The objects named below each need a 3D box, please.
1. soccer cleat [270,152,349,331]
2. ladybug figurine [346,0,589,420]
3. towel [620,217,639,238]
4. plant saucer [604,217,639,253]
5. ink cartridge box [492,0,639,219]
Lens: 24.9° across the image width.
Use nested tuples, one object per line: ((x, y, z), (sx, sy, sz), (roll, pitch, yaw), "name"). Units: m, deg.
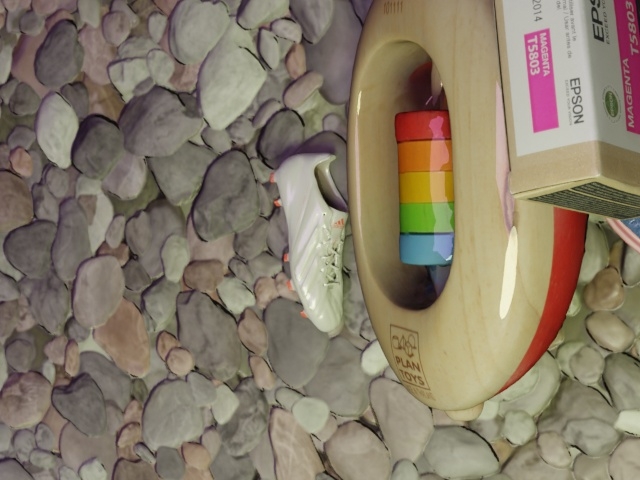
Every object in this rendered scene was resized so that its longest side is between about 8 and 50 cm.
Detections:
((0.000, 0.000, 1.569), (0.076, 0.068, 0.196), (-14, 85, 26), "soccer cleat")
((0.147, -0.052, 1.395), (0.305, 0.162, 0.449), (13, 105, 63), "ladybug figurine")
((0.321, -0.050, 1.311), (0.067, 0.029, 0.119), (45, 114, 18), "towel")
((0.384, -0.115, 1.335), (0.332, 0.084, 0.332), (3, 97, 29), "plant saucer")
((0.237, -0.146, 1.244), (0.088, 0.193, 0.235), (-11, 79, 37), "ink cartridge box")
